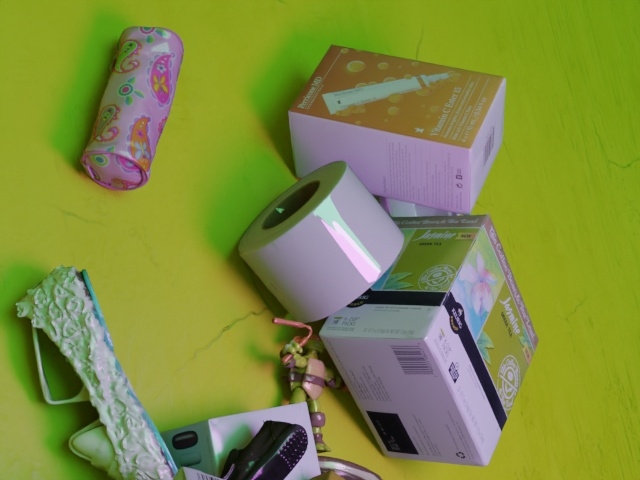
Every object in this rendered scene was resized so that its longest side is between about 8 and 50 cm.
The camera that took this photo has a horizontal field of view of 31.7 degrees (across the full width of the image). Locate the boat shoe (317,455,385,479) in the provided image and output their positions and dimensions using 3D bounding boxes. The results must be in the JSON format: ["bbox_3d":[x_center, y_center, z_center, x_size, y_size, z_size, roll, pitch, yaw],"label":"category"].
[{"bbox_3d":[0.064,0.450,1.959,0.257,0.095,0.095,29,63,-31],"label":"boat shoe"}]

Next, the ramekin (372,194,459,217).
[{"bbox_3d":[0.166,-0.066,2.226,0.207,0.109,0.207,16,64,-36],"label":"ramekin"}]

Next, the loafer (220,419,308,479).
[{"bbox_3d":[-0.110,0.351,1.658,0.220,0.078,0.080,-44,134,-26],"label":"loafer"}]

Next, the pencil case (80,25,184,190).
[{"bbox_3d":[-0.309,-0.224,1.864,0.124,0.124,0.284,29,56,-31],"label":"pencil case"}]

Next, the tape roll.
[{"bbox_3d":[0.000,0.000,1.962,0.169,0.246,0.246,51,48,-16],"label":"tape roll"}]

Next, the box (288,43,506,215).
[{"bbox_3d":[0.144,-0.208,2.081,0.168,0.345,0.215,84,26,-46],"label":"box"}]

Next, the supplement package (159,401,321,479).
[{"bbox_3d":[-0.115,0.406,1.777,0.204,0.145,0.261,-3,76,-42],"label":"supplement package"}]

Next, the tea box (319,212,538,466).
[{"bbox_3d":[0.208,0.175,2.035,0.323,0.220,0.329,-59,135,-39],"label":"tea box"}]

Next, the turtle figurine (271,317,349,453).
[{"bbox_3d":[-0.029,0.248,1.946,0.269,0.087,0.217,35,57,-52],"label":"turtle figurine"}]

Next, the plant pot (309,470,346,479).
[{"bbox_3d":[0.011,0.405,1.738,0.081,0.081,0.083,40,42,-24],"label":"plant pot"}]

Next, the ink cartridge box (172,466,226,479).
[{"bbox_3d":[-0.146,0.528,1.606,0.308,0.385,0.091,24,21,-25],"label":"ink cartridge box"}]

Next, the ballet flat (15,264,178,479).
[{"bbox_3d":[-0.335,0.238,1.681,0.147,0.147,0.409,-23,88,-44],"label":"ballet flat"}]
